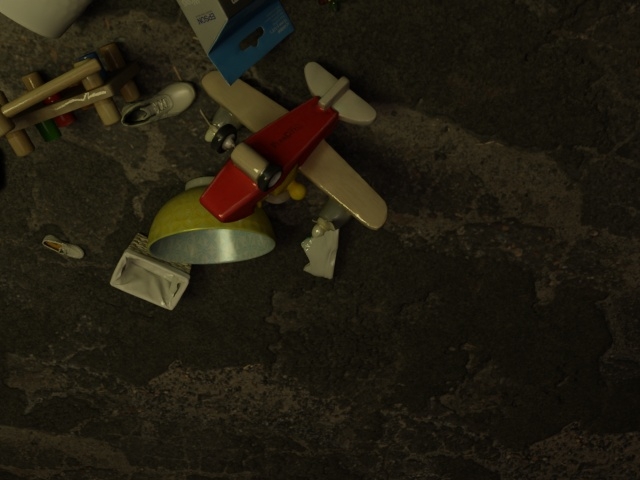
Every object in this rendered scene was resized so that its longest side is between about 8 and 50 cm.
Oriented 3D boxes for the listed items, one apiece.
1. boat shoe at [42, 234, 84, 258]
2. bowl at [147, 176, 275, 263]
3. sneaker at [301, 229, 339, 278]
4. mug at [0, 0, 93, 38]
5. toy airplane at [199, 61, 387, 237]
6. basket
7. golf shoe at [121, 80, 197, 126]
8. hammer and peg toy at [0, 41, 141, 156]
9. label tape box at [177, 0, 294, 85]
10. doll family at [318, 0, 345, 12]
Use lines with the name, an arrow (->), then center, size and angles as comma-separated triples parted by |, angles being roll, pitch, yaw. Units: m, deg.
boat shoe -> -0.631, 0.020, 1.430 | 0.100, 0.035, 0.035 | 31, 110, -18
bowl -> -0.249, -0.054, 1.337 | 0.289, 0.289, 0.156 | -4, 74, -3
sneaker -> 0.000, 0.000, 1.453 | 0.094, 0.080, 0.212 | 10, 117, 3
mug -> -0.501, -0.607, 1.017 | 0.328, 0.276, 0.374 | -44, 82, 11
toy airplane -> -0.065, -0.189, 1.240 | 0.384, 0.386, 0.272 | 1, 150, -15
basket -> -0.409, 0.074, 1.433 | 0.167, 0.103, 0.113 | 27, 118, -15
golf shoe -> -0.352, -0.288, 1.269 | 0.176, 0.086, 0.069 | -24, 114, 6
hammer and peg toy -> -0.490, -0.262, 1.116 | 0.266, 0.361, 0.127 | -19, 117, 4
label tape box -> -0.156, -0.504, 1.070 | 0.115, 0.249, 0.348 | 1, 131, 43
doll family -> 0.016, -0.559, 1.171 | 0.111, 0.076, 0.193 | -10, 112, 6
